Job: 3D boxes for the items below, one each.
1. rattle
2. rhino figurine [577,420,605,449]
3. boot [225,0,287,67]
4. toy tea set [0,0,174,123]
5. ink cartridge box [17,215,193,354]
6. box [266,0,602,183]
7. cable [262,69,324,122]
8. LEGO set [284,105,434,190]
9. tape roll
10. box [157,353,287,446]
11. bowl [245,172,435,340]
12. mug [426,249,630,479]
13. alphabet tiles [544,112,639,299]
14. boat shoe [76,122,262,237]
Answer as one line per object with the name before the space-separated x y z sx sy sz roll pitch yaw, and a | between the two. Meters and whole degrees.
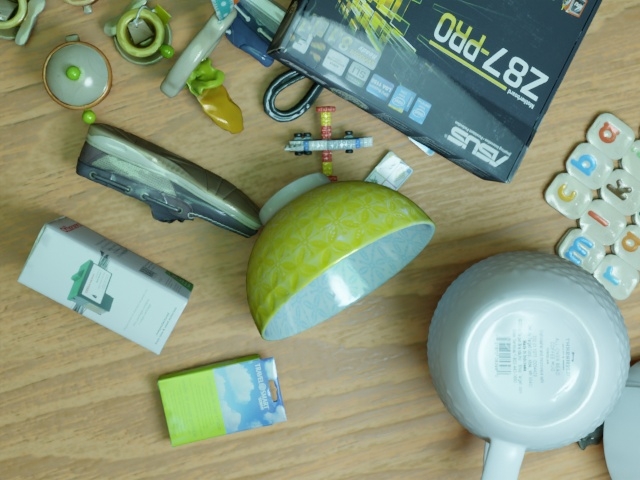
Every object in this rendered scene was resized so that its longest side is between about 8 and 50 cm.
rattle | -0.126 -0.260 1.277 0.143 0.130 0.199 47 115 4
rhino figurine | 0.422 0.204 1.417 0.106 0.073 0.243 -19 95 1
boot | -0.127 -0.338 1.322 0.190 0.069 0.086 37 107 1
toy tea set | -0.375 -0.330 1.269 0.336 0.124 0.200 41 91 -7
ink cartridge box | -0.300 0.060 1.295 0.219 0.160 0.092 28 92 -6
box | 0.166 -0.309 1.286 0.395 0.097 0.318 28 90 -18
cable | 0.027 -0.292 1.359 0.140 0.072 0.287 28 105 -24
LEGO set | 0.069 -0.146 1.349 0.182 0.060 0.244 39 98 -13
tape roll | 0.567 0.296 1.344 0.246 0.169 0.246 2 85 -31
box | -0.149 0.241 1.383 0.178 0.042 0.109 -12 97 -4
bowl | 0.000 0.000 1.280 0.289 0.289 0.156 -34 75 -1
mug | 0.270 0.197 1.238 0.276 0.328 0.374 13 90 12
alphabet tiles | 0.500 -0.055 1.425 0.278 0.021 0.284 35 92 -8
boat shoe | -0.219 -0.072 1.326 0.285 0.103 0.092 28 105 -11
